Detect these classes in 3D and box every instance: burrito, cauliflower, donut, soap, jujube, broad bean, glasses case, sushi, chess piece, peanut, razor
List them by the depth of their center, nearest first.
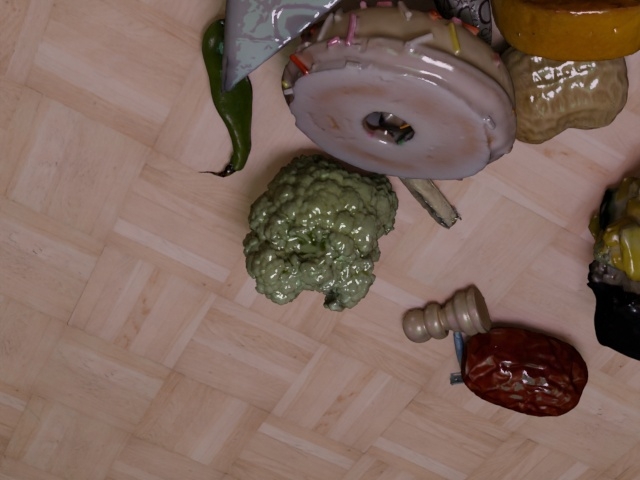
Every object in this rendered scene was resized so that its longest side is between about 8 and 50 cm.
[{"bbox_3d":[0.378,-0.353,1.182,0.278,0.277,0.108,-2,132,6],"label":"donut"},{"bbox_3d":[0.184,-0.445,1.206,0.085,0.137,0.354,-18,122,9],"label":"glasses case"},{"bbox_3d":[-0.012,-0.367,1.244,0.258,0.159,0.302,7,116,-3],"label":"soap"},{"bbox_3d":[0.124,-0.229,1.273,0.383,0.142,0.382,14,161,5],"label":"donut"},{"bbox_3d":[0.380,-0.255,1.335,0.233,0.110,0.196,-18,120,14],"label":"peanut"},{"bbox_3d":[0.591,0.013,1.391,0.329,0.328,0.285,-25,105,35],"label":"sushi"},{"bbox_3d":[-0.165,-0.237,1.427,0.098,0.056,0.317,8,126,0],"label":"broad bean"},{"bbox_3d":[0.009,0.003,1.458,0.327,0.260,0.281,-34,144,-17],"label":"cauliflower"},{"bbox_3d":[0.192,-0.091,1.505,0.045,0.041,0.185,-49,114,-15],"label":"burrito"},{"bbox_3d":[0.249,0.163,1.643,0.171,0.094,0.094,-21,120,22],"label":"chess piece"},{"bbox_3d":[0.412,0.263,1.649,0.251,0.174,0.174,12,124,3],"label":"jujube"},{"bbox_3d":[0.298,0.244,1.724,0.068,0.040,0.135,-9,118,11],"label":"razor"}]
